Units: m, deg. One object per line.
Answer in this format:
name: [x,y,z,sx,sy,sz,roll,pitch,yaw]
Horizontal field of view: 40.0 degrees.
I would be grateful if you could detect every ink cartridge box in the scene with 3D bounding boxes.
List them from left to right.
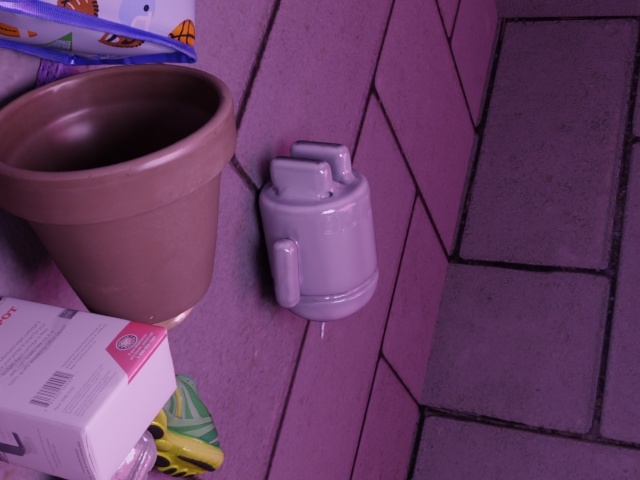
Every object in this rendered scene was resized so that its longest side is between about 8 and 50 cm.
ink cartridge box: [-0.285,0.151,0.920,0.158,0.218,0.092,-56,149,-49]

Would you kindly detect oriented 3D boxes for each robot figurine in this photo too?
robot figurine: [0.000,0.000,1.594,0.300,0.199,0.353,-42,133,-45]

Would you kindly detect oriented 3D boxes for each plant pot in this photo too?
plant pot: [-0.209,-0.040,0.960,0.263,0.263,0.229,-58,149,-48]

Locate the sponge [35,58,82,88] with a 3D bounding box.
sponge: [-0.285,-0.131,1.102,0.210,0.031,0.117,35,62,-64]

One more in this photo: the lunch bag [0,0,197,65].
lunch bag: [-0.283,-0.349,0.808,0.385,0.239,0.328,4,90,-59]

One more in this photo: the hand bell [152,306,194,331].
hand bell: [-0.259,0.001,1.107,0.242,0.126,0.126,64,37,-39]

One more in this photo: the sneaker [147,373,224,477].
sneaker: [-0.237,0.240,1.240,0.295,0.109,0.123,57,16,-50]

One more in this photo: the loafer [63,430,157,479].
loafer: [-0.315,0.361,1.068,0.111,0.112,0.319,32,66,-20]
